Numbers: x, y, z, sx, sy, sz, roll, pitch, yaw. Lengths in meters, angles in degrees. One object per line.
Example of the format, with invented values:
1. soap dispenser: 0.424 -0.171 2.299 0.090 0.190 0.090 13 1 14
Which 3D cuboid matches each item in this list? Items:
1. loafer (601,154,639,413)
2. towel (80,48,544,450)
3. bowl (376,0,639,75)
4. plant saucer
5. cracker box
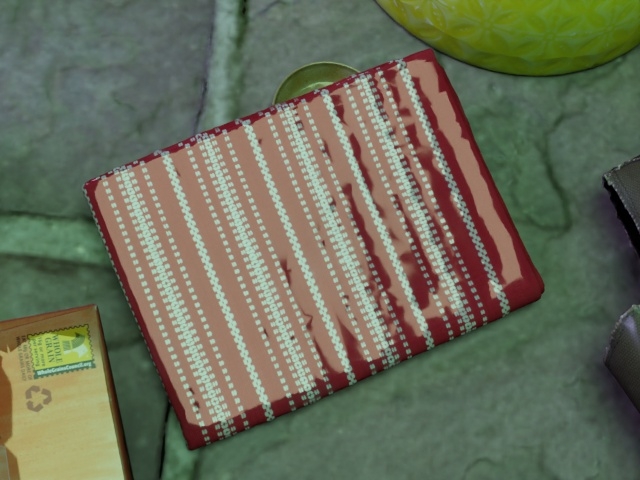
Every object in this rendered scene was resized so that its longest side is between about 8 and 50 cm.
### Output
1. loafer: 0.256 0.092 0.775 0.130 0.134 0.366 -8 60 14
2. towel: 0.000 0.000 0.803 0.274 0.031 0.199 -22 83 -13
3. bowl: 0.163 -0.284 0.867 0.289 0.156 0.290 2 71 -6
4. plant saucer: 0.006 -0.090 0.852 0.083 0.015 0.083 3 71 -7
5. cracker box: -0.132 0.144 0.636 0.067 0.232 0.156 -10 72 -12
